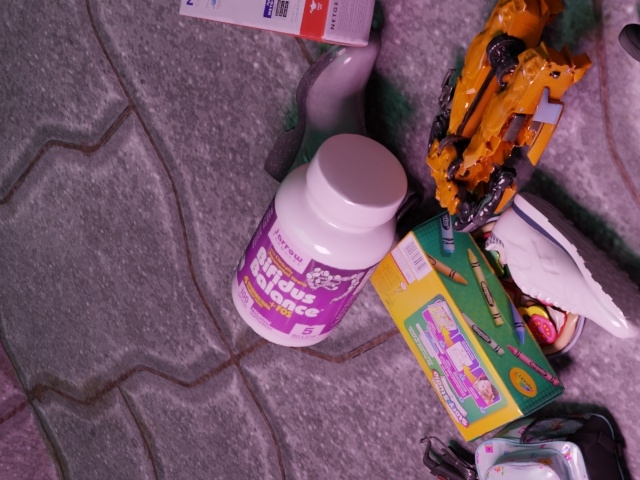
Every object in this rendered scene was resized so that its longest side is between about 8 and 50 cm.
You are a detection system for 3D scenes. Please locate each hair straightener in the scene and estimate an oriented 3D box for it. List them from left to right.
[{"bbox_3d":[0.229,0.344,1.724,0.230,0.047,0.089,35,133,41],"label":"hair straightener"}]

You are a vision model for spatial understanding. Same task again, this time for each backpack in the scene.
[{"bbox_3d":[0.294,0.317,1.543,0.188,0.144,0.166,-3,112,55],"label":"backpack"}]

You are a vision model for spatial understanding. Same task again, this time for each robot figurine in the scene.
[{"bbox_3d":[0.211,-0.145,1.406,0.291,0.085,0.211,114,153,-45],"label":"robot figurine"}]

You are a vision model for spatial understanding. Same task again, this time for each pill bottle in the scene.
[{"bbox_3d":[0.000,0.000,1.579,0.169,0.169,0.301,51,140,19],"label":"pill bottle"}]

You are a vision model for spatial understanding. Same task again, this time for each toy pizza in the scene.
[{"bbox_3d":[0.258,0.065,1.539,0.201,0.032,0.201,27,129,40],"label":"toy pizza"}]

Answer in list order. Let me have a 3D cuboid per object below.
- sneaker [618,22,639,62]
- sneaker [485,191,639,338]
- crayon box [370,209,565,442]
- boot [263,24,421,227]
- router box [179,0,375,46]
[{"bbox_3d":[0.396,-0.201,1.217,0.170,0.051,0.089,41,137,23],"label":"sneaker"},{"bbox_3d":[0.296,0.044,1.417,0.095,0.090,0.235,-54,51,22],"label":"sneaker"},{"bbox_3d":[0.187,0.117,1.564,0.278,0.081,0.165,59,153,9],"label":"crayon box"},{"bbox_3d":[0.063,-0.127,1.634,0.223,0.118,0.338,47,146,14],"label":"boot"},{"bbox_3d":[-0.042,-0.435,1.517,0.301,0.082,0.335,19,104,45],"label":"router box"}]
